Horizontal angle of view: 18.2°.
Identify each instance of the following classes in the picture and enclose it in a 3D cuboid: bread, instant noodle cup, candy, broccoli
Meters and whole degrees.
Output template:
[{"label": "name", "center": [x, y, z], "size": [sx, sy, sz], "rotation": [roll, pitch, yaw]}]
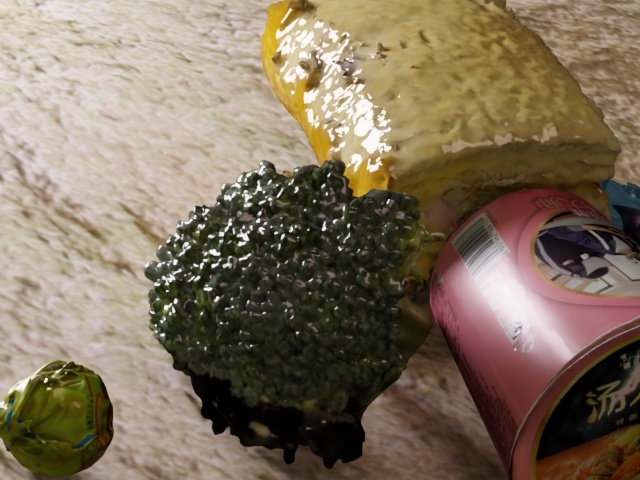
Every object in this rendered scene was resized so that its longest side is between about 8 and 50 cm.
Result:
[{"label": "bread", "center": [0.092, -0.118, 1.789], "size": [0.237, 0.165, 0.375], "rotation": [-6, 33, -13]}, {"label": "instant noodle cup", "center": [0.207, 0.086, 1.572], "size": [0.244, 0.244, 0.255], "rotation": [4, 29, -24]}, {"label": "candy", "center": [-0.274, 0.129, 1.401], "size": [0.262, 0.073, 0.077], "rotation": [0, 61, -18]}, {"label": "broccoli", "center": [-0.006, 0.068, 1.561], "size": [0.243, 0.263, 0.247], "rotation": [19, 53, -55]}]

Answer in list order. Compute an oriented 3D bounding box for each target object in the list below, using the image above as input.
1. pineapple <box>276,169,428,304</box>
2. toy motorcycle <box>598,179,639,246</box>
[{"label": "pineapple", "center": [0.000, 0.000, 1.776], "size": [0.221, 0.047, 0.221], "rotation": [13, 31, -8]}, {"label": "toy motorcycle", "center": [0.272, -0.017, 1.888], "size": [0.272, 0.123, 0.182], "rotation": [13, 19, -7]}]
